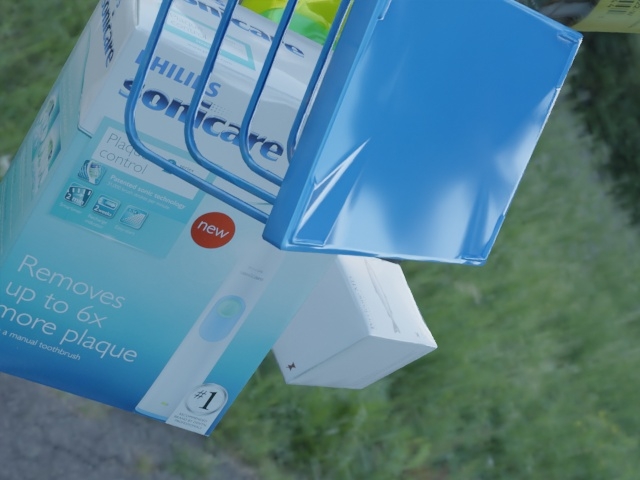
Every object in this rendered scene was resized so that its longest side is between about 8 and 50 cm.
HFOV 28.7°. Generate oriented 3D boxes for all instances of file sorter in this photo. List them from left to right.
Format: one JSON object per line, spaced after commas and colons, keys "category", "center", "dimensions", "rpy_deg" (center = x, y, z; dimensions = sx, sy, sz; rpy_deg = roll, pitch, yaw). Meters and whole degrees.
{"category": "file sorter", "center": [0.016, -0.065, 0.543], "dimensions": [0.170, 0.104, 0.118], "rpy_deg": [5, 109, -57]}

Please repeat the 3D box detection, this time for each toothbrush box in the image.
{"category": "toothbrush box", "center": [-0.109, -0.023, 0.914], "dimensions": [0.216, 0.295, 0.126], "rpy_deg": [23, 27, -26]}

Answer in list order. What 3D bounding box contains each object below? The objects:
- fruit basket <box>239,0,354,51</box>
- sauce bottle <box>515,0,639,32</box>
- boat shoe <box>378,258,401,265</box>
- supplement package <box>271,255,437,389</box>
{"category": "fruit basket", "center": [0.063, -0.293, 1.261], "dimensions": [0.392, 0.392, 0.283], "rpy_deg": [-76, -178, -62]}
{"category": "sauce bottle", "center": [0.256, -0.171, 0.730], "dimensions": [0.111, 0.344, 0.111], "rpy_deg": [180, -90, -67]}
{"category": "boat shoe", "center": [0.000, 0.000, 1.469], "dimensions": [0.081, 0.228, 0.068], "rpy_deg": [-122, -135, -55]}
{"category": "supplement package", "center": [0.026, 0.082, 1.275], "dimensions": [0.179, 0.105, 0.105], "rpy_deg": [16, 47, -63]}
